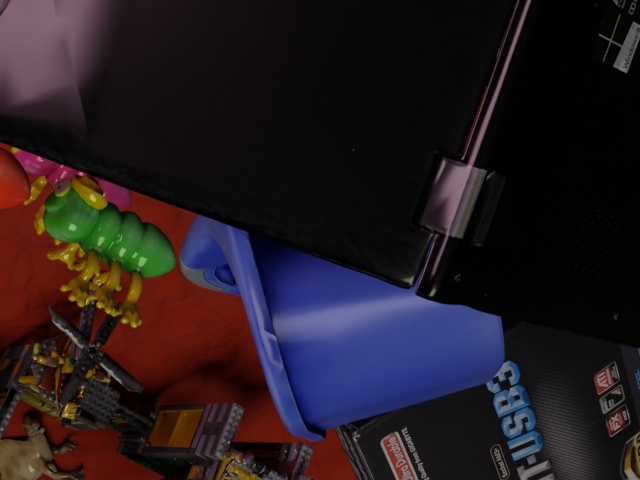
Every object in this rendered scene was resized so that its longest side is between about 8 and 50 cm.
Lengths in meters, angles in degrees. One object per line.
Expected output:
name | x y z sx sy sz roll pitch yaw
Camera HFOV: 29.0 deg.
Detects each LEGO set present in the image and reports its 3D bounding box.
LEGO set | -0.160 0.215 1.035 0.331 0.255 0.192 43 148 -27

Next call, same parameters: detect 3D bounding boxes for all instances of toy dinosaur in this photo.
toy dinosaur | -0.284 0.229 1.210 0.093 0.053 0.183 28 123 -11

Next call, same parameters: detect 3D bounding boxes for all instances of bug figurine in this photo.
bug figurine | -0.196 -0.051 0.766 0.216 0.279 0.072 33 95 -29

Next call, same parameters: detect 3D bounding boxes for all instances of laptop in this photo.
laptop | 0.071 -0.177 0.594 0.408 0.236 0.382 14 97 -43

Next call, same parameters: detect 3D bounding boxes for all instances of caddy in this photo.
caddy | 0.000 0.000 0.785 0.179 0.241 0.341 -13 168 2

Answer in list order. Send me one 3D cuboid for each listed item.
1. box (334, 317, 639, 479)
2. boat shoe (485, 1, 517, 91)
box | 0.172 0.152 1.009 0.293 0.073 0.295 -31 129 -12
boat shoe | 0.071 -0.171 0.759 0.080 0.073 0.223 -28 134 23
